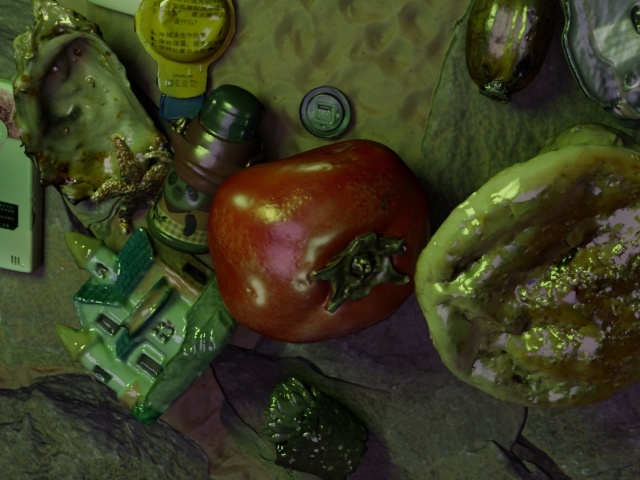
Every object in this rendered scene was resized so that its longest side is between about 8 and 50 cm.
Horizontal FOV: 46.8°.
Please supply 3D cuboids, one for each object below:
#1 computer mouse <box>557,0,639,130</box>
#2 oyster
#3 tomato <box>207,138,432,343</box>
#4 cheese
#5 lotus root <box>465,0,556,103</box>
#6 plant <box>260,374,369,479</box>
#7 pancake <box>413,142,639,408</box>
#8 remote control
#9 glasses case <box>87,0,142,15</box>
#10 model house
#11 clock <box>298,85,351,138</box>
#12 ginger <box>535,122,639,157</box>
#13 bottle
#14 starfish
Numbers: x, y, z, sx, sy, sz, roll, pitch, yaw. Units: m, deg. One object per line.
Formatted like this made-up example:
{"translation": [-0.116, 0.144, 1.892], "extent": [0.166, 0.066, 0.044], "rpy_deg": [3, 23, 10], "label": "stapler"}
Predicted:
{"translation": [0.401, -0.333, 0.986], "extent": [0.199, 0.115, 0.389], "rpy_deg": [-18, 105, 9], "label": "computer mouse"}
{"translation": [-0.400, -0.215, 1.178], "extent": [0.221, 0.096, 0.361], "rpy_deg": [-28, 131, -3], "label": "oyster"}
{"translation": [0.000, 0.000, 1.090], "extent": [0.325, 0.289, 0.293], "rpy_deg": [-24, 117, -21], "label": "tomato"}
{"translation": [-0.211, -0.301, 1.147], "extent": [0.156, 0.064, 0.250], "rpy_deg": [-2, 123, -22], "label": "cheese"}
{"translation": [0.265, -0.297, 1.033], "extent": [0.120, 0.120, 0.210], "rpy_deg": [12, 110, 8], "label": "lotus root"}
{"translation": [-0.019, 0.338, 1.311], "extent": [0.194, 0.129, 0.132], "rpy_deg": [34, 113, -4], "label": "plant"}
{"translation": [0.314, 0.059, 0.940], "extent": [0.386, 0.082, 0.387], "rpy_deg": [0, 113, 0], "label": "pancake"}
{"translation": [-0.563, -0.114, 1.309], "extent": [0.145, 0.050, 0.344], "rpy_deg": [13, 111, 7], "label": "remote control"}
{"translation": [-0.299, -0.388, 1.158], "extent": [0.164, 0.041, 0.063], "rpy_deg": [16, 112, 6], "label": "glasses case"}
{"translation": [-0.324, 0.107, 1.253], "extent": [0.325, 0.194, 0.267], "rpy_deg": [41, 113, -6], "label": "model house"}
{"translation": [0.008, -0.204, 1.172], "extent": [0.085, 0.017, 0.085], "rpy_deg": [4, 110, 11], "label": "clock"}
{"translation": [0.449, -0.076, 1.029], "extent": [0.303, 0.155, 0.245], "rpy_deg": [-2, 151, -1], "label": "ginger"}
{"translation": [-0.180, -0.120, 1.178], "extent": [0.156, 0.143, 0.271], "rpy_deg": [17, 117, -22], "label": "bottle"}
{"translation": [-0.311, -0.097, 1.237], "extent": [0.150, 0.053, 0.210], "rpy_deg": [-23, 139, -13], "label": "starfish"}
